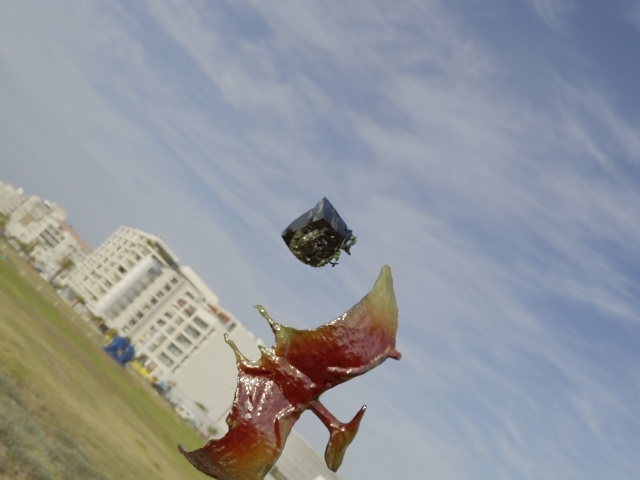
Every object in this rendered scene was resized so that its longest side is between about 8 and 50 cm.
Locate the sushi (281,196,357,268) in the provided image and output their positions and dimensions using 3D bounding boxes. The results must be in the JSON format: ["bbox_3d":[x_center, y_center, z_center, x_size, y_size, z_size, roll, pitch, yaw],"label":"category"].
[{"bbox_3d":[0.000,0.000,0.975,0.084,0.083,0.056,47,24,-25],"label":"sushi"}]

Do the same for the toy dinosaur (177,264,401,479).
[{"bbox_3d":[-0.026,0.160,0.826,0.207,0.327,0.113,22,-2,-6],"label":"toy dinosaur"}]
